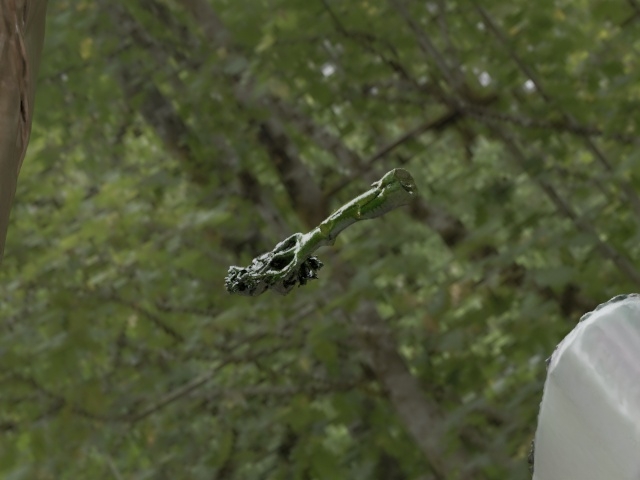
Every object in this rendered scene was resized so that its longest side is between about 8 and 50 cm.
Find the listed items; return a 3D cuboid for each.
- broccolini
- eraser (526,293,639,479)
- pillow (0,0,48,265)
[{"bbox_3d":[0.006,0.005,1.239,0.254,0.057,0.071,-26,27,56],"label":"broccolini"},{"bbox_3d":[0.311,0.161,1.339,0.331,0.150,0.331,-22,-37,-17],"label":"eraser"},{"bbox_3d":[-0.178,-0.077,0.777,0.067,0.270,0.173,12,-14,-18],"label":"pillow"}]
